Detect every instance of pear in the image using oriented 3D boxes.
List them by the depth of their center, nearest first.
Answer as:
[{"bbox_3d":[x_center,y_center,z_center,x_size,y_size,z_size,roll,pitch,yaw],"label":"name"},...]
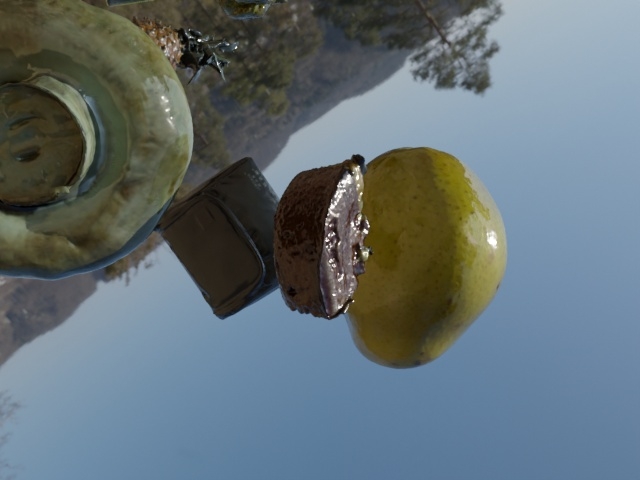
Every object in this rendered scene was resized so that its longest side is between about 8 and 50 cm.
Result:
[{"bbox_3d":[0.173,0.027,1.204,0.361,0.419,0.362,3,-179,0],"label":"pear"}]

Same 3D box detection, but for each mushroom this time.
[{"bbox_3d":[-0.327,-0.118,0.738,0.352,0.352,0.260,-35,-159,1],"label":"mushroom"}]

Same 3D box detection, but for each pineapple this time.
[{"bbox_3d":[-0.332,-0.448,1.497,0.165,0.166,0.364,-24,178,39],"label":"pineapple"}]

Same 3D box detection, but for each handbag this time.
[{"bbox_3d":[-0.193,-0.002,1.391,0.275,0.302,0.178,-34,-177,-23],"label":"handbag"}]

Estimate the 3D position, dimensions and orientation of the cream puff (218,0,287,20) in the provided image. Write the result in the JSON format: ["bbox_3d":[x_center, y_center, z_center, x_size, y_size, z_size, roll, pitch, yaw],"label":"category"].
[{"bbox_3d":[-0.183,-0.726,1.723,0.196,0.244,0.244,7,-158,4],"label":"cream puff"}]

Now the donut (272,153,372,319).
[{"bbox_3d":[-0.004,-0.008,0.855,0.126,0.187,0.144,0,-156,35],"label":"donut"}]

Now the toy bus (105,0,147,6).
[{"bbox_3d":[-0.278,-0.436,0.837,0.081,0.226,0.074,-14,-138,-12],"label":"toy bus"}]
